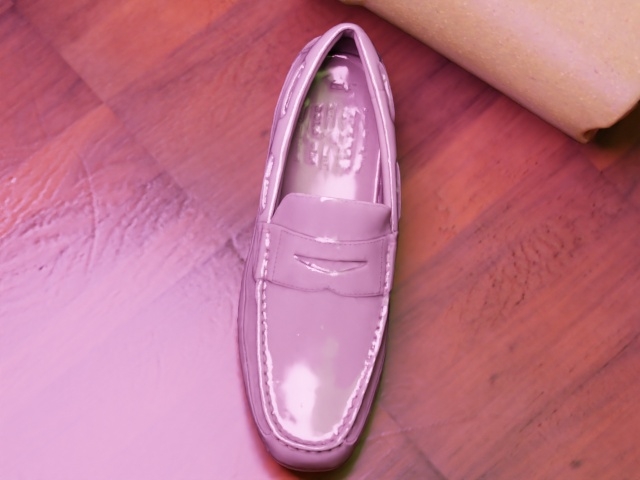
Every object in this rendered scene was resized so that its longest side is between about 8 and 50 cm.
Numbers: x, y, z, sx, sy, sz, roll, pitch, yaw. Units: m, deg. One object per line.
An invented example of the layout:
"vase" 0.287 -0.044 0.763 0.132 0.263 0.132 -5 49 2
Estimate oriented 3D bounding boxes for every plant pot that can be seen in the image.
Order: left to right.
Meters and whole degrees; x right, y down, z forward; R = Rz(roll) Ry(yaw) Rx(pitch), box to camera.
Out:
"plant pot" 0.152 -0.214 1.271 0.254 0.276 0.276 40 72 -3

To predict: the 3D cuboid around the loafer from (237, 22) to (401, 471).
"loafer" 0.000 0.000 1.243 0.112 0.111 0.320 3 71 -3
